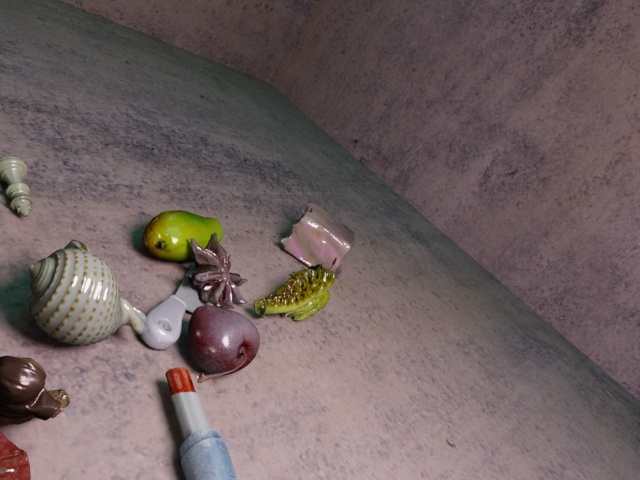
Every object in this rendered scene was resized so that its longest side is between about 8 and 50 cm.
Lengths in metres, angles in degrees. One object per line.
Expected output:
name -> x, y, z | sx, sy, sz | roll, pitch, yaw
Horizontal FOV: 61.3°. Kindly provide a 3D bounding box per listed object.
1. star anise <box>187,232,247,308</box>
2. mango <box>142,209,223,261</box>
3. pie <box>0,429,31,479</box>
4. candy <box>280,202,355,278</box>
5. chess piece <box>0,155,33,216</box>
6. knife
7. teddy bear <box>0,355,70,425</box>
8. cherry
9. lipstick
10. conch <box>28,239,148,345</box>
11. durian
star anise -> -0.226, 0.069, 1.159 | 0.204, 0.061, 0.181 | -39, 110, -72
mango -> -0.304, -0.013, 1.202 | 0.125, 0.111, 0.233 | 43, 22, 8
pie -> -0.392, 0.256, 0.580 | 0.153, 0.038, 0.153 | 28, 19, -11
candy -> 0.000, 0.000, 1.598 | 0.195, 0.137, 0.185 | 35, 20, -4
chess piece -> -0.587, -0.098, 1.044 | 0.059, 0.059, 0.149 | 10, 37, -48
knife -> -0.268, 0.121, 1.073 | 0.080, 0.044, 0.331 | 39, 16, -8
teddy bear -> -0.370, 0.188, 0.656 | 0.119, 0.160, 0.078 | 31, 58, -3
cherry -> -0.196, 0.177, 0.949 | 0.188, 0.115, 0.148 | -6, 64, -53
lipstick -> -0.174, 0.292, 0.781 | 0.061, 0.068, 0.274 | 19, 27, -43
conch -> -0.370, 0.097, 0.834 | 0.172, 0.131, 0.200 | 25, -34, 48
durian -> -0.032, 0.121, 1.301 | 0.106, 0.132, 0.375 | 28, 23, 20
